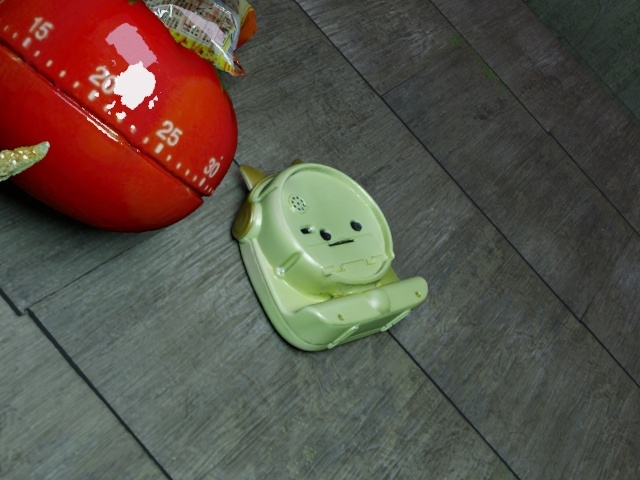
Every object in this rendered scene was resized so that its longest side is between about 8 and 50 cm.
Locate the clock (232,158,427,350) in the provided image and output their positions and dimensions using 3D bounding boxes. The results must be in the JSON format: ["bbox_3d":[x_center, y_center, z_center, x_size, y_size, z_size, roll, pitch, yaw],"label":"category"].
[{"bbox_3d":[0.000,0.000,1.399,0.286,0.117,0.348,-12,67,-45],"label":"clock"}]

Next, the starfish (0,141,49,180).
[{"bbox_3d":[-0.502,-0.096,0.903,0.347,0.357,0.078,28,19,-13],"label":"starfish"}]

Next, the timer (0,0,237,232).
[{"bbox_3d":[-0.295,-0.178,1.118,0.378,0.279,0.378,37,-2,1],"label":"timer"}]

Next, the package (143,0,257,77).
[{"bbox_3d":[-0.242,-0.431,1.543,0.288,0.108,0.223,28,43,-17],"label":"package"}]
